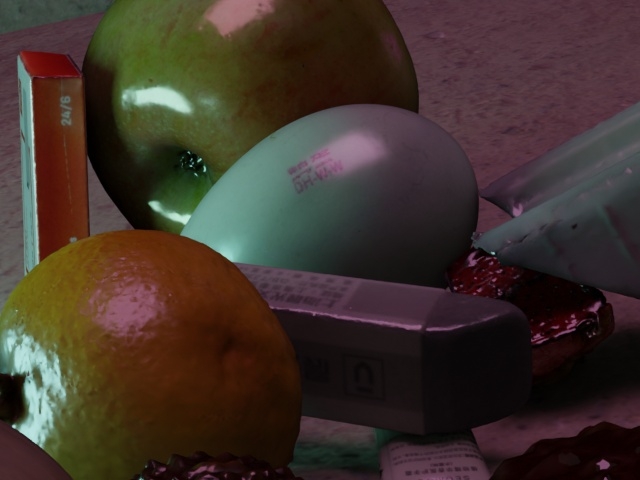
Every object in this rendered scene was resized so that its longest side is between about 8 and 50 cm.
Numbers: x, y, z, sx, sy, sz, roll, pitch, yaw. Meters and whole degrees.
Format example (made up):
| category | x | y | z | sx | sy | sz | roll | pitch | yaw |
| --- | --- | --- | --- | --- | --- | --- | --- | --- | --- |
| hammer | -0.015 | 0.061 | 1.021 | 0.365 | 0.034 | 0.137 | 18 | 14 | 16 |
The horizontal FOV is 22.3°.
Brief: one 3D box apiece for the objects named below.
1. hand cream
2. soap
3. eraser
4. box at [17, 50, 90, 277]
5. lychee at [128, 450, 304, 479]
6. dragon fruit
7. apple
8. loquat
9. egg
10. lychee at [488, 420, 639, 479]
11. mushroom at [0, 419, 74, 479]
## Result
| category | x | y | z | sx | sy | sz | roll | pitch | yaw |
| --- | --- | --- | --- | --- | --- | --- | --- | --- | --- |
| hand cream | 0.070 | 0.126 | 1.115 | 0.080 | 0.050 | 0.234 | -3 | 23 | -3 |
| soap | 0.302 | 0.017 | 1.201 | 0.302 | 0.258 | 0.159 | -27 | 18 | 13 |
| eraser | -0.032 | 0.067 | 1.107 | 0.352 | 0.089 | 0.061 | 7 | 28 | 21 |
| box | -0.235 | -0.045 | 1.434 | 0.050 | 0.229 | 0.123 | -3 | 17 | -14 |
| lychee | -0.047 | 0.185 | 0.767 | 0.188 | 0.188 | 0.188 | -6 | 18 | 2 |
| dragon fruit | 0.155 | 0.068 | 1.199 | 0.102 | 0.096 | 0.147 | -23 | 36 | -4 |
| apple | -0.072 | -0.120 | 1.482 | 0.319 | 0.319 | 0.277 | 9 | 30 | 38 |
| loquat | -0.113 | 0.100 | 0.997 | 0.208 | 0.208 | 0.208 | -6 | 18 | 2 |
| egg | 0.000 | 0.000 | 1.275 | 0.264 | 0.183 | 0.183 | -31 | 18 | 5 |
| lychee | 0.136 | 0.195 | 0.584 | 0.261 | 0.260 | 0.260 | -6 | 18 | 2 |
| mushroom | -0.214 | 0.229 | 0.604 | 0.362 | 0.294 | 0.362 | -41 | 8 | 7 |
